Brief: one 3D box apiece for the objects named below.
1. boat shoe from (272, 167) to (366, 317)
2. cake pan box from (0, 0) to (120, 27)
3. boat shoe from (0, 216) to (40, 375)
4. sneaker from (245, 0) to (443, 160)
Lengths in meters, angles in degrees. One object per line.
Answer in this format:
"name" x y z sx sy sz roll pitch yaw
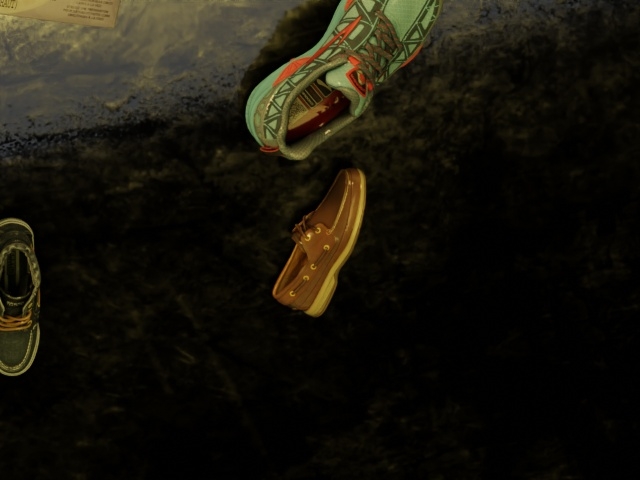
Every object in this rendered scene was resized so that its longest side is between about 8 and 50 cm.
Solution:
"boat shoe" 0.000 0.000 2.163 0.060 0.064 0.178 15 110 -20
"cake pan box" -0.304 -0.345 1.923 0.267 0.070 0.245 6 109 -29
"boat shoe" -0.332 0.073 2.107 0.065 0.083 0.183 -3 113 -12
"sneaker" 0.040 -0.177 2.065 0.104 0.125 0.262 41 99 -24
